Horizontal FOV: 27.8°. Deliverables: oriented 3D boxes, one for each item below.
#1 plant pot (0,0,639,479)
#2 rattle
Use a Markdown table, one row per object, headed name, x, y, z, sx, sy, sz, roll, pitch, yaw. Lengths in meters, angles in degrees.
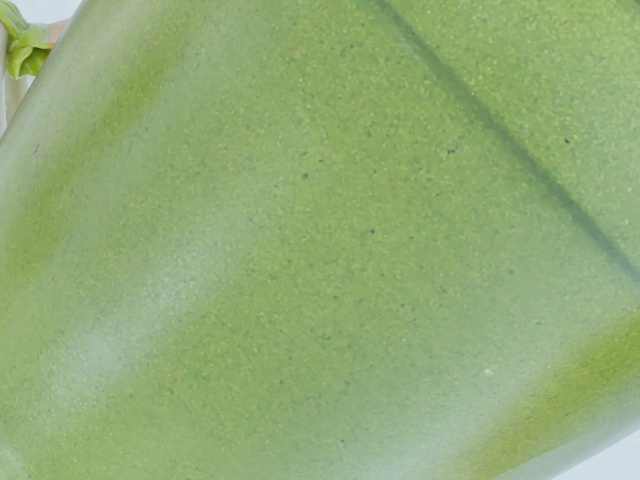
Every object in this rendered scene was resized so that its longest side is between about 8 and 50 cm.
| name | x | y | z | sx | sy | sz | roll | pitch | yaw |
| --- | --- | --- | --- | --- | --- | --- | --- | --- | --- |
| plant pot | 0.000 | 0.000 | 0.610 | 0.366 | 0.353 | 0.366 | 44 | -168 | -12 |
| rattle | -0.186 | -0.067 | 0.910 | 0.130 | 0.142 | 0.200 | 174 | 94 | -70 |
